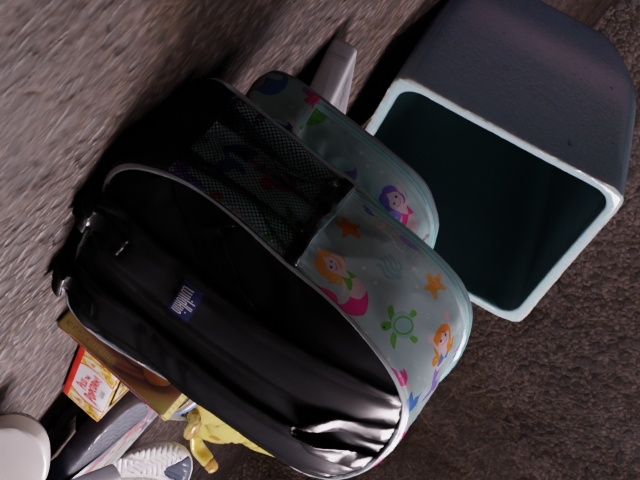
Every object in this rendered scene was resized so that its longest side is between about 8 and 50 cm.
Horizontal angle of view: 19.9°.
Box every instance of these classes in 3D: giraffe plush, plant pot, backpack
[{"bbox_3d":[-0.102,0.179,2.182,0.210,0.181,0.170,-15,163,3],"label":"giraffe plush"},{"bbox_3d":[0.179,-0.119,1.874,0.247,0.248,0.252,-57,-174,50],"label":"plant pot"},{"bbox_3d":[-0.024,0.031,1.224,0.191,0.253,0.225,-45,172,-35],"label":"backpack"}]

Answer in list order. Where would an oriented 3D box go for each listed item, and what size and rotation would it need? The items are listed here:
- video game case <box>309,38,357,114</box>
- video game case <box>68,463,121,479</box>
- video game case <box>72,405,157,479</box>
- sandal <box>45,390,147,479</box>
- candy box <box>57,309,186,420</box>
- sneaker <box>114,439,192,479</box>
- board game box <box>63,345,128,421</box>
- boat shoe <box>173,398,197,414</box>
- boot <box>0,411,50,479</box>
[{"bbox_3d":[-0.026,-0.046,1.553,0.227,0.026,0.206,103,12,-78],"label":"video game case"},{"bbox_3d":[-0.281,0.266,1.691,0.173,0.022,0.190,-32,175,5],"label":"video game case"},{"bbox_3d":[-0.227,0.217,1.999,0.201,0.023,0.183,-48,173,-12],"label":"video game case"},{"bbox_3d":[-0.234,0.188,1.697,0.097,0.054,0.254,-37,178,-31],"label":"sandal"},{"bbox_3d":[-0.098,0.032,1.392,0.186,0.109,0.053,-49,174,-8],"label":"candy box"},{"bbox_3d":[-0.220,0.307,2.272,0.235,0.094,0.153,-52,174,27],"label":"sneaker"},{"bbox_3d":[-0.140,0.058,1.537,0.147,0.045,0.193,-46,173,-32],"label":"board game box"},{"bbox_3d":[-0.125,0.101,1.864,0.183,0.066,0.066,-61,166,14],"label":"boat shoe"},{"bbox_3d":[-0.252,0.177,1.466,0.086,0.069,0.190,-74,-170,-45],"label":"boot"}]
